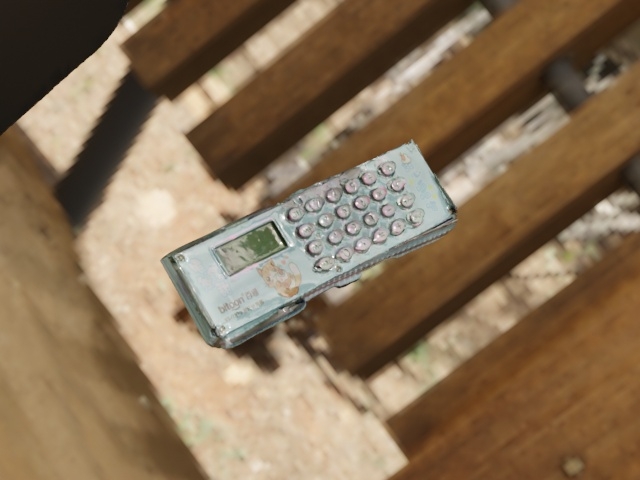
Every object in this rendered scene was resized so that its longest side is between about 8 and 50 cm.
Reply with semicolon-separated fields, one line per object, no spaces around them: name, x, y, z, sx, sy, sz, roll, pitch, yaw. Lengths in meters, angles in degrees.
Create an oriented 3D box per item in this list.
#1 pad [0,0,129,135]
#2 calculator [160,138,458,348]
pad;-0.088;-0.167;0.586;0.250;0.323;0.055;63;6;25
calculator;0.000;0.000;0.875;0.057;0.172;0.018;59;-35;7
